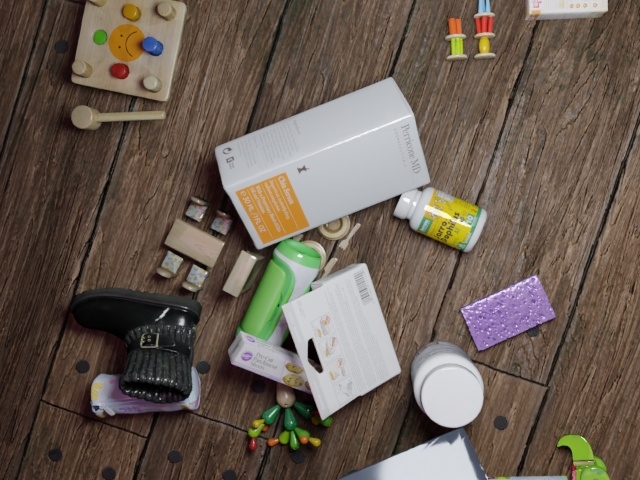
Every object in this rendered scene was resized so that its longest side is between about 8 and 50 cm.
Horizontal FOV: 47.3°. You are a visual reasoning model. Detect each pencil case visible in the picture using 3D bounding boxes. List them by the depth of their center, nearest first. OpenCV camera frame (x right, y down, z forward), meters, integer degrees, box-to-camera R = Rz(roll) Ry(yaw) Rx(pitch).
[{"bbox_3d":[-0.443,0.387,1.863,0.273,0.124,0.113,-6,91,4],"label":"pencil case"}]

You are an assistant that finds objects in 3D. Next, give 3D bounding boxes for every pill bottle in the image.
[{"bbox_3d":[0.296,0.336,1.720,0.160,0.283,0.160,0,92,5],"label":"pill bottle"},{"bbox_3d":[0.290,-0.061,1.793,0.208,0.117,0.117,24,93,4],"label":"pill bottle"}]

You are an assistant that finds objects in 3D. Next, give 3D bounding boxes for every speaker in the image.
[{"bbox_3d":[-0.107,0.149,1.811,0.131,0.131,0.296,27,103,4],"label":"speaker"}]

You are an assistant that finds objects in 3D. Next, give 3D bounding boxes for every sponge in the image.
[{"bbox_3d":[0.467,0.181,1.828,0.210,0.031,0.117,-25,89,6],"label":"sponge"}]

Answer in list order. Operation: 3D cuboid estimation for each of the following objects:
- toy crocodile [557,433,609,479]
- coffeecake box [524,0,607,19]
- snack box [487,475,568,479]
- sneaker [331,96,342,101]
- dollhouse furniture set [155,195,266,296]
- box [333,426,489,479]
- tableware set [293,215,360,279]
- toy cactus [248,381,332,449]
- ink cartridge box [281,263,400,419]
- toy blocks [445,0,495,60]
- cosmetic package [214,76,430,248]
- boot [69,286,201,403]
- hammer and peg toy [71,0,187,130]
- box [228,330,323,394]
[{"bbox_3d":[0.659,0.641,1.785,0.105,0.115,0.340,-11,89,16],"label":"toy crocodile"},{"bbox_3d":[0.594,-0.617,1.777,0.185,0.068,0.142,-1,92,5],"label":"coffeecake box"},{"bbox_3d":[0.503,0.666,1.792,0.207,0.070,0.174,-4,113,4],"label":"snack box"},{"bbox_3d":[-0.019,-0.265,1.817,0.275,0.110,0.107,-32,89,4],"label":"sneaker"},{"bbox_3d":[-0.273,0.032,1.820,0.242,0.161,0.212,27,94,3],"label":"dollhouse furniture set"},{"bbox_3d":[0.198,0.603,1.674,0.343,0.312,0.179,-22,63,-5],"label":"box"},{"bbox_3d":[0.000,0.000,1.857,0.128,0.039,0.194,35,94,3],"label":"tableware set"},{"bbox_3d":[-0.087,0.442,1.855,0.219,0.112,0.180,-12,81,13],"label":"toy cactus"},{"bbox_3d":[0.042,0.237,1.758,0.261,0.066,0.296,-24,101,-31],"label":"ink cartridge box"},{"bbox_3d":[0.369,-0.524,1.806,0.123,0.054,0.148,-2,91,4],"label":"toy blocks"},{"bbox_3d":[0.007,-0.177,1.731,0.453,0.230,0.161,-22,46,3],"label":"cosmetic package"},{"bbox_3d":[-0.470,0.257,1.795,0.348,0.131,0.260,3,56,4],"label":"boot"},{"bbox_3d":[-0.486,-0.441,1.843,0.266,0.127,0.361,11,92,2],"label":"hammer and peg toy"},{"bbox_3d":[-0.070,0.315,1.784,0.324,0.063,0.067,27,104,-26],"label":"box"}]
